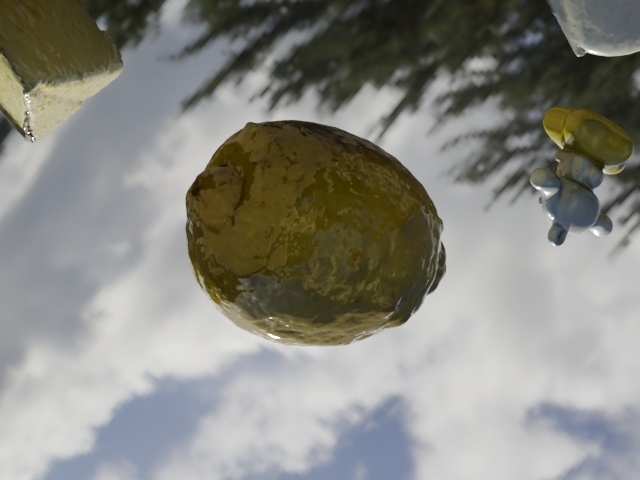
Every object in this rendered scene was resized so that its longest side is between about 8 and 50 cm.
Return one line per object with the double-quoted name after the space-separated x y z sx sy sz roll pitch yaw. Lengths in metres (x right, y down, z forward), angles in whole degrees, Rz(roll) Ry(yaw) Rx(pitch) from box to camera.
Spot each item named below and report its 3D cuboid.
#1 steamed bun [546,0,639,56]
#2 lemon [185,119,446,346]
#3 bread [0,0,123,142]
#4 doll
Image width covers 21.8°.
0.304 -0.319 1.694 0.164 0.242 0.146 -16 -153 29 "steamed bun"
-0.007 -0.001 1.975 0.285 0.316 0.285 -20 -139 19 "lemon"
-0.440 -0.261 1.989 0.242 0.346 0.405 -32 -171 22 "bread"
0.219 -0.046 1.379 0.071 0.135 0.113 14 -123 36 "doll"
